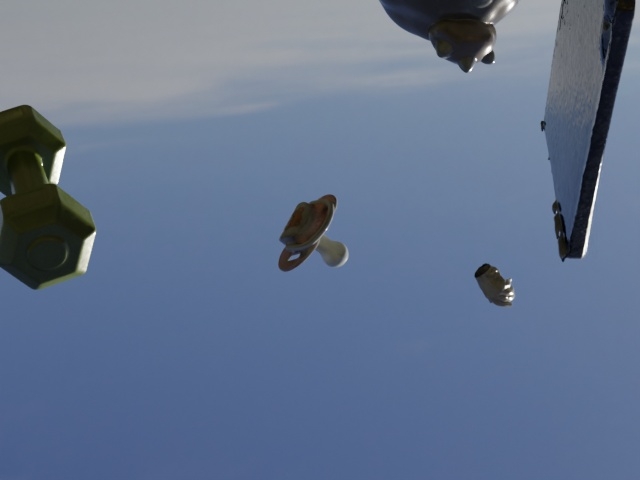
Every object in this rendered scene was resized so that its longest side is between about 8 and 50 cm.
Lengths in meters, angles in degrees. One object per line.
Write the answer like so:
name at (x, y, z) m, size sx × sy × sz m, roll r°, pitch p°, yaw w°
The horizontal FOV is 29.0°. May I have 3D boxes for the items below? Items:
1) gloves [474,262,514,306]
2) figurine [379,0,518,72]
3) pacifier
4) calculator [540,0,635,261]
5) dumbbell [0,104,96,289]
gloves at (0.215, 0.056, 1.546) m, size 0.044 × 0.081 × 0.037 m, roll -23°, pitch -138°, yaw 48°
figurine at (0.182, -0.405, 1.590) m, size 0.203 × 0.248 × 0.380 m, roll -13°, pitch -142°, yaw 46°
pacifier at (0.000, 0.000, 1.297) m, size 0.081 × 0.078 × 0.099 m, roll -14°, pitch -138°, yaw 55°
calculator at (0.193, -0.124, 0.910) m, size 0.021 × 0.261 × 0.161 m, roll 0°, pitch -130°, yaw 1°
dumbbell at (-0.351, -0.059, 1.501) m, size 0.121 × 0.108 × 0.302 m, roll -19°, pitch -145°, yaw -9°
